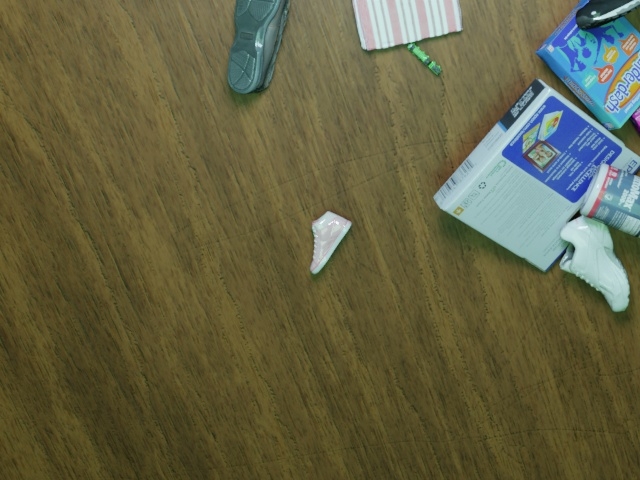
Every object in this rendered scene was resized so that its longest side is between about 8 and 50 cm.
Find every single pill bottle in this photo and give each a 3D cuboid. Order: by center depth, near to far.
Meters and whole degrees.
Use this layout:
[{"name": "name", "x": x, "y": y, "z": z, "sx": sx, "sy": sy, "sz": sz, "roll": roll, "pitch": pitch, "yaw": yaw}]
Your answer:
[{"name": "pill bottle", "x": 0.594, "y": -0.065, "z": 1.866, "sx": 0.180, "sy": 0.108, "sz": 0.108, "roll": 22, "pitch": 109, "yaw": 8}]

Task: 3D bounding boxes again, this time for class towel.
[{"name": "towel", "x": 0.162, "y": -0.448, "z": 1.871, "sx": 0.197, "sy": 0.029, "sz": 0.144, "roll": -11, "pitch": 108, "yaw": 5}]

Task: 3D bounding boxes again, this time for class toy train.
[{"name": "toy train", "x": 0.200, "y": -0.350, "z": 1.902, "sx": 0.083, "sy": 0.023, "sz": 0.017, "roll": 40, "pitch": 107, "yaw": -10}]

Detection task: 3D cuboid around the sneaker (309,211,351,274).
[{"name": "sneaker", "x": 0.000, "y": 0.000, "z": 2.023, "sx": 0.070, "sy": 0.051, "sz": 0.134, "roll": 32, "pitch": 105, "yaw": -6}]

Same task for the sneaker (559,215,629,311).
[{"name": "sneaker", "x": 0.543, "y": 0.049, "z": 1.986, "sx": 0.115, "sy": 0.090, "sz": 0.232, "roll": -22, "pitch": 108, "yaw": 12}]

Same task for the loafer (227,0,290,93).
[{"name": "loafer", "x": -0.110, "y": -0.411, "z": 1.883, "sx": 0.096, "sy": 0.084, "sz": 0.267, "roll": 25, "pitch": 108, "yaw": 28}]

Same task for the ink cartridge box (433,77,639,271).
[{"name": "ink cartridge box", "x": 0.427, "y": -0.120, "z": 1.926, "sx": 0.307, "sy": 0.072, "sz": 0.303, "roll": 27, "pitch": 110, "yaw": -35}]

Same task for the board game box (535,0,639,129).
[{"name": "board game box", "x": 0.528, "y": -0.336, "z": 1.845, "sx": 0.210, "sy": 0.047, "sz": 0.160, "roll": 43, "pitch": 81, "yaw": -12}]

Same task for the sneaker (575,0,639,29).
[{"name": "sneaker", "x": 0.553, "y": -0.481, "z": 1.773, "sx": 0.283, "sy": 0.107, "sz": 0.124, "roll": -31, "pitch": 97, "yaw": -16}]

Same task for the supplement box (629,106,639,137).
[{"name": "supplement box", "x": 0.687, "y": -0.184, "z": 1.885, "sx": 0.114, "sy": 0.111, "sz": 0.220, "roll": -30, "pitch": 104, "yaw": 13}]
